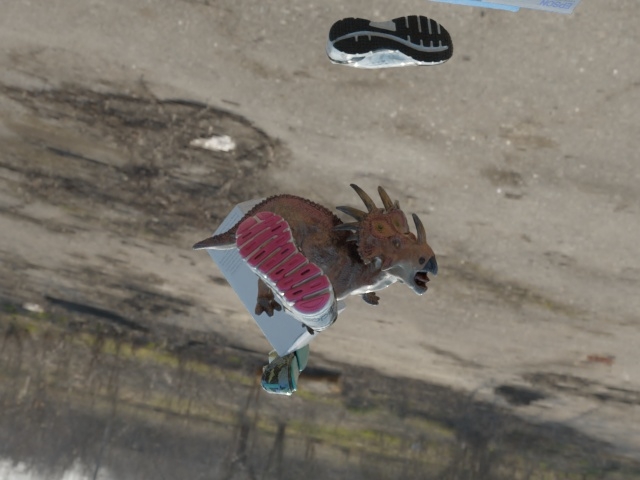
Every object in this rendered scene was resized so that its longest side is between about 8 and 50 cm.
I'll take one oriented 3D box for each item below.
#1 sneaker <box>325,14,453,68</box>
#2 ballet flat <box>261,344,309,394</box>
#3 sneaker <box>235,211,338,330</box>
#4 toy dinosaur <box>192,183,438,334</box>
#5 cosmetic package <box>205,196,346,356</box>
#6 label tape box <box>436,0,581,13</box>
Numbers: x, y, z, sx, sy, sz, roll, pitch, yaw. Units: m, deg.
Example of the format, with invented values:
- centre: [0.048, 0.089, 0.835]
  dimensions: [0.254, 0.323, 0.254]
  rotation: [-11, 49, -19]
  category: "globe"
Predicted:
- centre: [0.056, -0.161, 0.708]
  dimensions: [0.109, 0.040, 0.044]
  rotation: [3, 170, -11]
  category: "sneaker"
- centre: [-0.061, 0.202, 1.424]
  dimensions: [0.070, 0.070, 0.188]
  rotation: [10, -169, 6]
  category: "ballet flat"
- centre: [-0.034, 0.037, 0.916]
  dimensions: [0.170, 0.063, 0.075]
  rotation: [46, 167, 40]
  category: "sneaker"
- centre: [0.000, 0.000, 1.072]
  dimensions: [0.295, 0.127, 0.200]
  rotation: [21, 127, 7]
  category: "toy dinosaur"
- centre: [-0.075, 0.056, 1.380]
  dimensions: [0.085, 0.231, 0.117]
  rotation: [-18, 157, -51]
  category: "cosmetic package"
- centre: [0.277, -0.408, 1.217]
  dimensions: [0.240, 0.106, 0.334]
  rotation: [1, 153, -20]
  category: "label tape box"
